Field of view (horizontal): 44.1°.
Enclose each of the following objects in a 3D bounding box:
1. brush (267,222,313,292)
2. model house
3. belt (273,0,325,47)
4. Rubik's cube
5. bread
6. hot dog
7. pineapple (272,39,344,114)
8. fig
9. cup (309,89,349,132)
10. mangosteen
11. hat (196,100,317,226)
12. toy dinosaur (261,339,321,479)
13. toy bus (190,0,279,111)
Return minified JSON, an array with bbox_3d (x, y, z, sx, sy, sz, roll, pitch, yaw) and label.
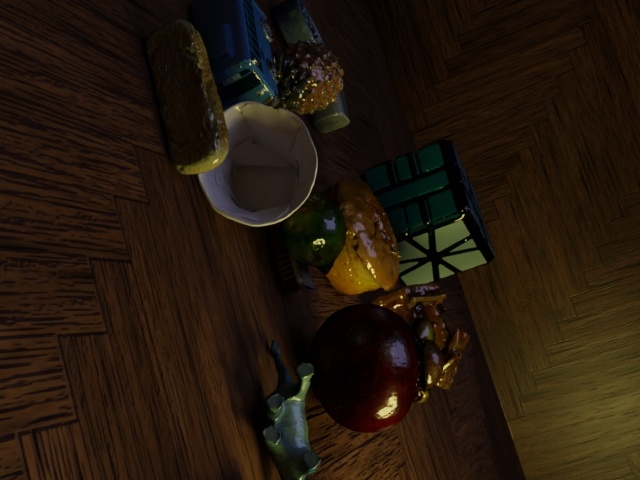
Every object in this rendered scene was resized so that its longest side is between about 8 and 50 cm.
[{"bbox_3d":[-0.075,-0.052,1.424,0.060,0.050,0.321,35,36,-59],"label":"brush"},{"bbox_3d":[0.234,0.229,1.805,0.229,0.219,0.199,63,-2,21],"label":"model house"},{"bbox_3d":[-0.049,-0.512,1.981,0.190,0.082,0.141,60,16,-29],"label":"belt"},{"bbox_3d":[0.308,-0.070,2.269,0.293,0.288,0.283,46,30,-50],"label":"Rubik's cube"},{"bbox_3d":[0.070,-0.006,1.674,0.268,0.145,0.268,54,21,-33],"label":"bread"},{"bbox_3d":[-0.190,-0.207,1.163,0.073,0.084,0.242,22,49,-67],"label":"hot dog"},{"bbox_3d":[-0.069,-0.321,1.604,0.169,0.169,0.340,68,24,-9],"label":"pineapple"},{"bbox_3d":[0.000,0.000,1.344,0.177,0.117,0.117,58,20,-44],"label":"fig"},{"bbox_3d":[0.018,-0.345,1.987,0.128,0.095,0.129,34,42,-67],"label":"cup"},{"bbox_3d":[0.108,0.208,1.339,0.215,0.257,0.215,169,-90,-80],"label":"mangosteen"},{"bbox_3d":[-0.095,-0.103,1.246,0.126,0.203,0.203,82,-7,-73],"label":"hat"},{"bbox_3d":[-0.047,0.259,1.089,0.144,0.076,0.329,104,-20,-55],"label":"toy dinosaur"},{"bbox_3d":[-0.153,-0.329,1.376,0.133,0.116,0.234,49,25,-51],"label":"toy bus"}]
